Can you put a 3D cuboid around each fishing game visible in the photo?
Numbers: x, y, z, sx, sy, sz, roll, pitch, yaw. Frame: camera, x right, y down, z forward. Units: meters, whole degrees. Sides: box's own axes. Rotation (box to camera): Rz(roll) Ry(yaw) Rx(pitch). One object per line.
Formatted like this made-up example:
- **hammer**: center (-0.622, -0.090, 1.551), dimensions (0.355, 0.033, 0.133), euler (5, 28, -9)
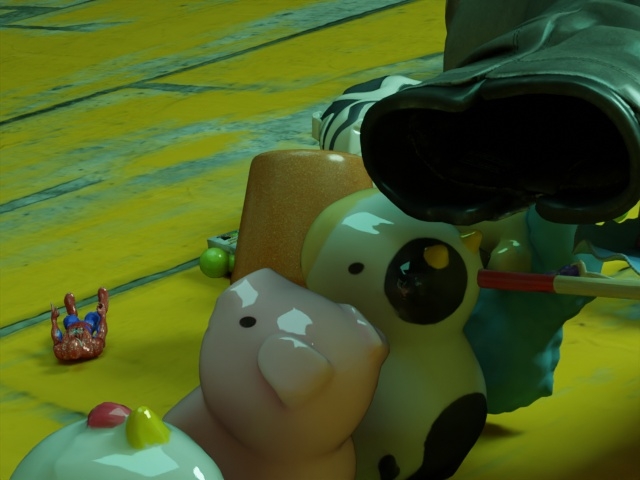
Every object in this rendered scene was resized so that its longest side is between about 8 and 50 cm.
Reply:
- **fishing game**: center (0.206, -0.014, 0.883), dimensions (0.264, 0.041, 0.189), euler (-15, 14, -41)

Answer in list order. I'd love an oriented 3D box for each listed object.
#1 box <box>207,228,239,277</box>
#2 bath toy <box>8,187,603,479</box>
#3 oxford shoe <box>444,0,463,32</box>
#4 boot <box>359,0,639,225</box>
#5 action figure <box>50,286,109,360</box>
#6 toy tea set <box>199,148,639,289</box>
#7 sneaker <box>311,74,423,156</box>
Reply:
- **box**: center (0.000, 0.000, 1.410), dimensions (0.137, 0.027, 0.094), euler (-17, 16, -25)
- **bath toy**: center (-0.001, 0.072, 0.917), dimensions (0.129, 0.151, 0.348), euler (-16, 9, 43)
- **oxford shoe**: center (0.297, -0.228, 1.854), dimensions (0.363, 0.133, 0.130), euler (-9, 15, -1)
- **boot**: center (0.102, -0.081, 0.968), dimensions (0.222, 0.118, 0.338), euler (-27, 8, -27)
- **action figure**: center (-0.159, 0.056, 1.304), dimensions (0.038, 0.030, 0.115), euler (-5, 17, -2)
- **toy tea set**: center (0.099, 0.012, 1.213), dimensions (0.336, 0.124, 0.200), euler (-2, -7, 29)
- **sneaker**: center (0.100, -0.081, 1.481), dimensions (0.235, 0.094, 0.153), euler (-9, 19, -18)
